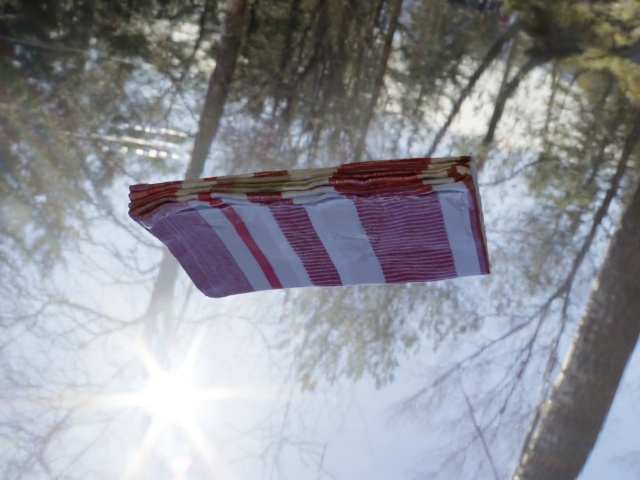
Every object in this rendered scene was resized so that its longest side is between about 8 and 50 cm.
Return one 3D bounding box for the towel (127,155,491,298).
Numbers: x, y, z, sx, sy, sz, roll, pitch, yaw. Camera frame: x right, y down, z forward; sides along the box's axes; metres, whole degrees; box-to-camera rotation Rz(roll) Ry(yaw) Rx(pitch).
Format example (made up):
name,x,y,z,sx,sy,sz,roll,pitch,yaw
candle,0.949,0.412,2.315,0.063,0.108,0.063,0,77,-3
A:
name,x,y,z,sx,sy,sz,roll,pitch,yaw
towel,0.000,0.000,0.832,0.329,0.037,0.237,-5,154,14
